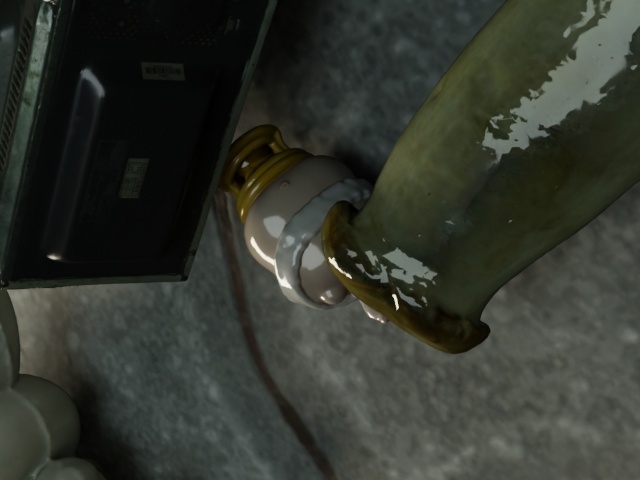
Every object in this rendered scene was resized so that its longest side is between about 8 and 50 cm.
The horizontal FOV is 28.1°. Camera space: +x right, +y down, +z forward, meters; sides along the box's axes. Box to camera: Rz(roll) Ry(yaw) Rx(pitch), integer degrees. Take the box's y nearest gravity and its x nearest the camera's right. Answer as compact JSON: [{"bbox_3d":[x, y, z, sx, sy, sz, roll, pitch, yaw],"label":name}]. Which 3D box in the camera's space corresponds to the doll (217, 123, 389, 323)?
[{"bbox_3d":[0.000,0.000,0.688,0.127,0.073,0.084,46,161,20],"label":"doll"}]

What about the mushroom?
[{"bbox_3d":[0.114,-0.068,0.553,0.100,0.081,0.312,39,121,-4],"label":"mushroom"}]

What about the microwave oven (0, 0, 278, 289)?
[{"bbox_3d":[-0.125,-0.097,0.673,0.163,0.129,0.205,55,136,44],"label":"microwave oven"}]

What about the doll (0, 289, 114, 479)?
[{"bbox_3d":[-0.215,0.165,0.881,0.237,0.111,0.252,49,138,14],"label":"doll"}]
